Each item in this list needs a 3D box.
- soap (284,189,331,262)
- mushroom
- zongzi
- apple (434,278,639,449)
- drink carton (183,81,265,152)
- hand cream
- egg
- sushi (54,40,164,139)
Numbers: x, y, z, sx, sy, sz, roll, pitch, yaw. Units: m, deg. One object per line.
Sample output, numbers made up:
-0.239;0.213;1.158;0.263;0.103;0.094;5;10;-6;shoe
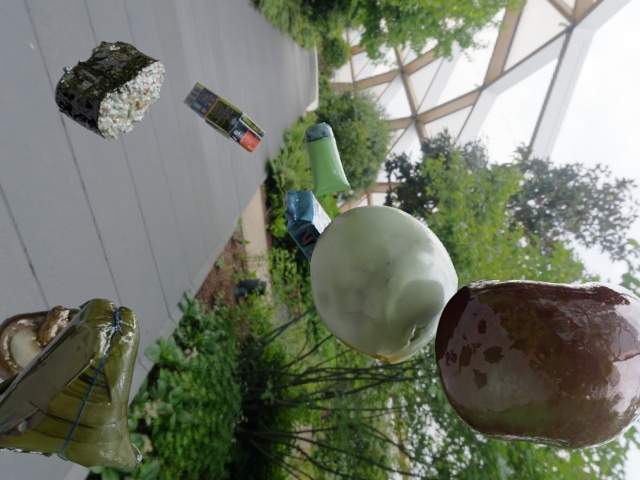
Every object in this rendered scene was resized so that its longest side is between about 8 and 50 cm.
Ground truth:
0.000;0.000;1.059;0.293;0.077;0.156;56;18;-31;soap
-0.656;0.260;0.985;0.138;0.231;0.194;-29;-120;56;mushroom
-0.329;0.254;0.669;0.289;0.260;0.123;45;1;-37;zongzi
0.331;0.177;0.617;0.306;0.305;0.235;64;28;-83;apple
-0.181;-0.228;0.757;0.165;0.056;0.071;40;6;34;drink carton
0.010;-0.205;1.030;0.046;0.095;0.175;-80;156;-79;hand cream
0.115;0.069;0.837;0.345;0.283;0.283;-118;-163;-48;egg
-0.271;-0.200;0.543;0.090;0.078;0.150;-57;-171;44;sushi
